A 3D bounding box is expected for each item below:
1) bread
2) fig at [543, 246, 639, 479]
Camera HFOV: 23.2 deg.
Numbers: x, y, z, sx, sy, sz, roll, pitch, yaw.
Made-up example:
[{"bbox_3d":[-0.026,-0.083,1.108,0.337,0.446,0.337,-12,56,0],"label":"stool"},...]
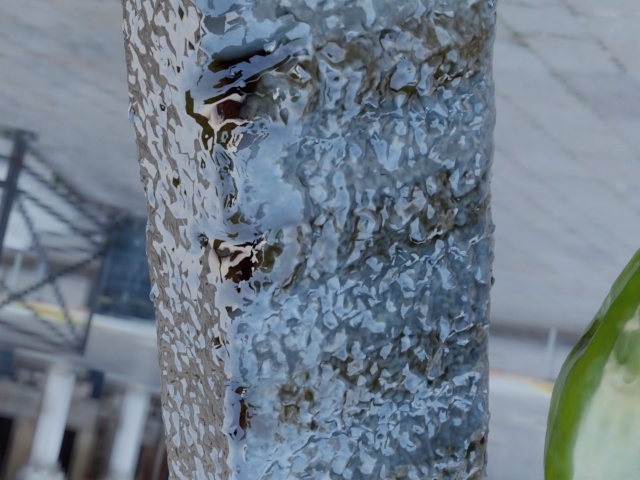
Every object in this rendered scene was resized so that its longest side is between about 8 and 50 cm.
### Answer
[{"bbox_3d":[0.000,0.000,0.758,0.165,0.416,0.113,-18,-148,-27],"label":"bread"},{"bbox_3d":[0.174,0.100,0.719,0.167,0.167,0.233,2,137,49],"label":"fig"}]
